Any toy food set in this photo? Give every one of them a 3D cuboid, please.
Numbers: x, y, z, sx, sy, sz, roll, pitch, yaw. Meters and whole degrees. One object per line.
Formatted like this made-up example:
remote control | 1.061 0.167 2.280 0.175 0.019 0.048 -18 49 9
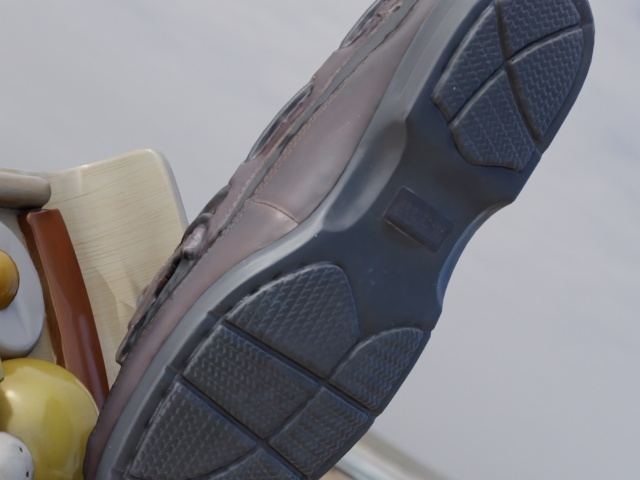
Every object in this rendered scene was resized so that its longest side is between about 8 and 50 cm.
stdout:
toy food set | -0.116 0.052 0.622 0.306 0.092 0.219 7 65 -71

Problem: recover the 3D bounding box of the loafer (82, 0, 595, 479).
loafer | 0.000 0.000 0.640 0.109 0.302 0.095 42 -7 -36
